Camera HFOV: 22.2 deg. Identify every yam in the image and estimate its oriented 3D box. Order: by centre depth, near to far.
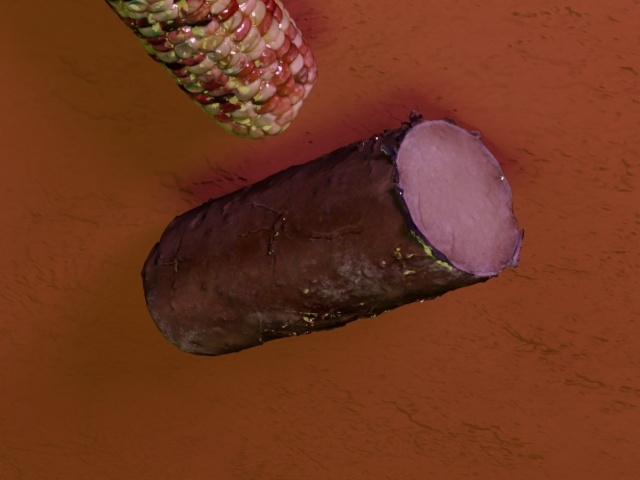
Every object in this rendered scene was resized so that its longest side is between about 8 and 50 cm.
[{"bbox_3d":[0.001,0.000,1.168,0.280,0.131,0.131,-18,134,40],"label":"yam"}]

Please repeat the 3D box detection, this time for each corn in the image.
[{"bbox_3d":[-0.093,-0.162,1.001,0.086,0.086,0.253,-13,135,35],"label":"corn"}]
